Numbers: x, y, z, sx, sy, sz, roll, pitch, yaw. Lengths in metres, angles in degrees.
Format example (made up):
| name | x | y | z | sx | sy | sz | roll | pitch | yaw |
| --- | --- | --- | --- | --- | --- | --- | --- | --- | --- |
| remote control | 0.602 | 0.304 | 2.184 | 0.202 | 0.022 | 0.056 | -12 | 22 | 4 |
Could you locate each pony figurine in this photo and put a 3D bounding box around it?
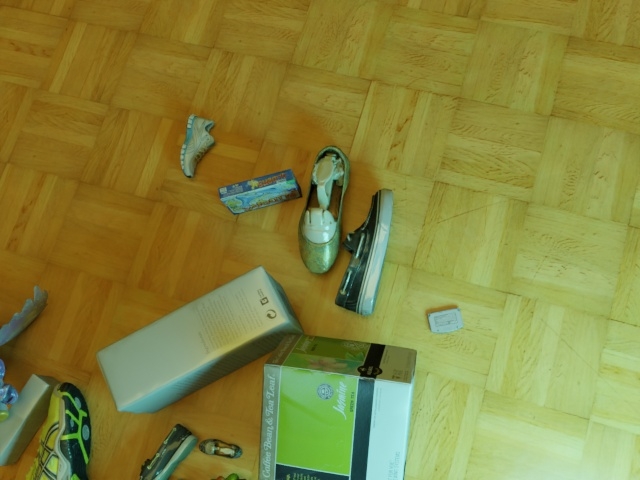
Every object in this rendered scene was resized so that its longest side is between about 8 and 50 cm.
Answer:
| name | x | y | z | sx | sy | sz | roll | pitch | yaw |
| --- | --- | --- | --- | --- | --- | --- | --- | --- | --- |
| pony figurine | -0.890 | 0.290 | 1.731 | 0.351 | 0.302 | 0.364 | -42 | 56 | 22 |

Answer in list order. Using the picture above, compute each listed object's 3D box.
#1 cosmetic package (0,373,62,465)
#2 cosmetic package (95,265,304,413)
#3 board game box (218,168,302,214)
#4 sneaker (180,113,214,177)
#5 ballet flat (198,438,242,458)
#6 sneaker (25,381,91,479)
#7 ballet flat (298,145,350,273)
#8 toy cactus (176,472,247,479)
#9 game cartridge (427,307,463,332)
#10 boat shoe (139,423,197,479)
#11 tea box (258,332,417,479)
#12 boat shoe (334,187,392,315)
| name | x | y | z | sx | sy | sz | roll | pitch | yaw |
| --- | --- | --- | --- | --- | --- | --- | --- | --- | --- |
| cosmetic package | -0.775 | 0.468 | 1.750 | 0.060 | 0.099 | 0.239 | 29 | 80 | 17 |
| cosmetic package | -0.288 | 0.254 | 1.668 | 0.453 | 0.230 | 0.162 | -28 | 72 | -1 |
| board game box | -0.158 | -0.128 | 1.800 | 0.201 | 0.136 | 0.035 | -15 | 73 | 5 |
| sneaker | -0.344 | -0.268 | 1.902 | 0.082 | 0.071 | 0.191 | 6 | 76 | 4 |
| ballet flat | -0.255 | 0.523 | 1.687 | 0.114 | 0.041 | 0.041 | 7 | 76 | 11 |
| sneaker | -0.669 | 0.553 | 1.687 | 0.147 | 0.145 | 0.385 | -7 | 73 | 6 |
| ballet flat | 0.006 | -0.092 | 1.763 | 0.123 | 0.123 | 0.349 | 7 | 72 | 10 |
| toy cactus | -0.290 | 0.640 | 1.630 | 0.180 | 0.112 | 0.219 | 21 | 65 | 42 |
| game cartridge | 0.317 | 0.205 | 1.700 | 0.083 | 0.017 | 0.056 | -11 | 70 | 6 |
| boat shoe | -0.406 | 0.567 | 1.680 | 0.068 | 0.081 | 0.228 | 36 | 76 | 19 |
| tea box | 0.040 | 0.412 | 1.519 | 0.323 | 0.220 | 0.329 | 7 | 103 | 9 |
| boat shoe | 0.110 | 0.020 | 1.726 | 0.119 | 0.121 | 0.336 | 12 | 79 | 7 |
